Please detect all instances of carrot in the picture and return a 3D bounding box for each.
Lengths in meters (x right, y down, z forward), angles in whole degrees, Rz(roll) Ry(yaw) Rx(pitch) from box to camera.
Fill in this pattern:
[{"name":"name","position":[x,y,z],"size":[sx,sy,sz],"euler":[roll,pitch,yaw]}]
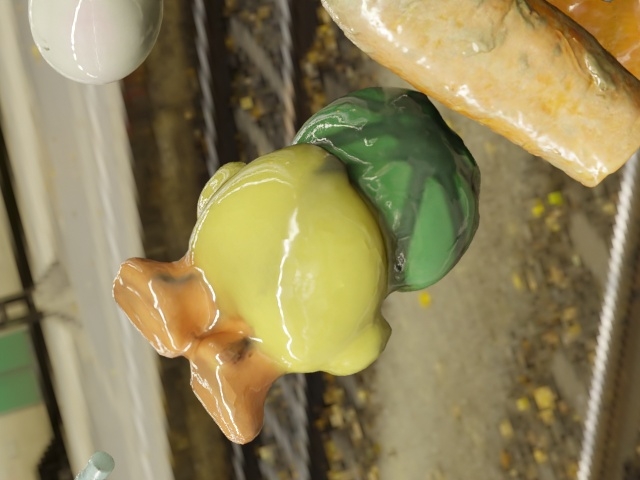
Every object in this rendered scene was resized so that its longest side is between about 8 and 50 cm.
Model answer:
[{"name":"carrot","position":[0.133,-0.161,1.275],"size":[0.302,0.139,0.138],"euler":[38,172,-14]}]

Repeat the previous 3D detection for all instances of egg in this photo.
[{"name":"egg","position":[-0.172,-0.183,1.194],"size":[0.103,0.103,0.135],"euler":[99,173,-58]}]

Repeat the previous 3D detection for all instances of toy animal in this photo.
[{"name":"toy animal","position":[0.002,-0.002,1.339],"size":[0.216,0.338,0.191],"euler":[48,158,11]}]

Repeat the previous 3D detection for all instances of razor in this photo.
[{"name":"razor","position":[-0.272,0.287,1.602],"size":[0.106,0.068,0.232],"euler":[42,130,5]}]

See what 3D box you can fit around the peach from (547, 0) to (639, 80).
[{"name":"peach","position":[0.320,-0.287,1.676],"size":[0.343,0.342,0.302],"euler":[140,145,-74]}]

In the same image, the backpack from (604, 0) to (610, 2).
[{"name":"backpack","position":[0.177,-0.228,0.862],"size":[0.206,0.133,0.258],"euler":[30,153,-4]}]
